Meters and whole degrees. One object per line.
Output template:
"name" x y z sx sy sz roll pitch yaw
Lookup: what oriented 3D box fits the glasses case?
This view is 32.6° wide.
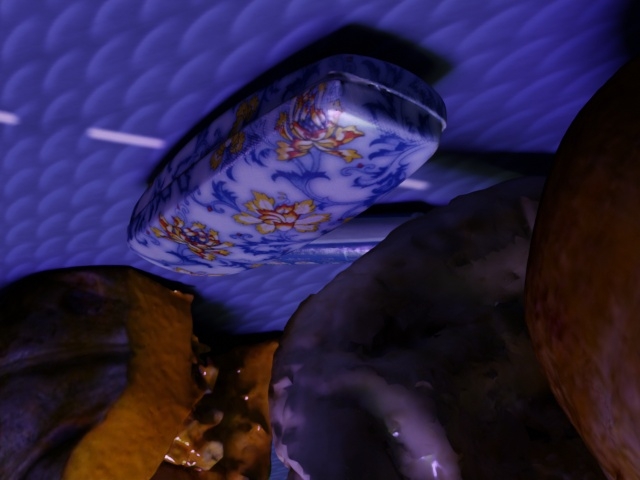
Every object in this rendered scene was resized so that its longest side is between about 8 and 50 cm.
"glasses case" -0.031 -0.033 0.617 0.087 0.065 0.248 16 155 -31

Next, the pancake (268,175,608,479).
"pancake" 0.157 0.130 0.591 0.387 0.386 0.082 11 150 -18

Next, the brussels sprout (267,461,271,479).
"brussels sprout" -0.148 0.269 1.274 0.162 0.143 0.180 -23 164 -40

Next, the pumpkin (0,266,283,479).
"pumpkin" -0.170 0.168 0.943 0.256 0.225 0.303 -21 142 37

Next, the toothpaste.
"toothpaste" 0.000 0.000 0.734 0.197 0.034 0.057 -2 152 20

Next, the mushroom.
"mushroom" 0.212 0.006 0.486 0.283 0.195 0.263 -7 120 -29
